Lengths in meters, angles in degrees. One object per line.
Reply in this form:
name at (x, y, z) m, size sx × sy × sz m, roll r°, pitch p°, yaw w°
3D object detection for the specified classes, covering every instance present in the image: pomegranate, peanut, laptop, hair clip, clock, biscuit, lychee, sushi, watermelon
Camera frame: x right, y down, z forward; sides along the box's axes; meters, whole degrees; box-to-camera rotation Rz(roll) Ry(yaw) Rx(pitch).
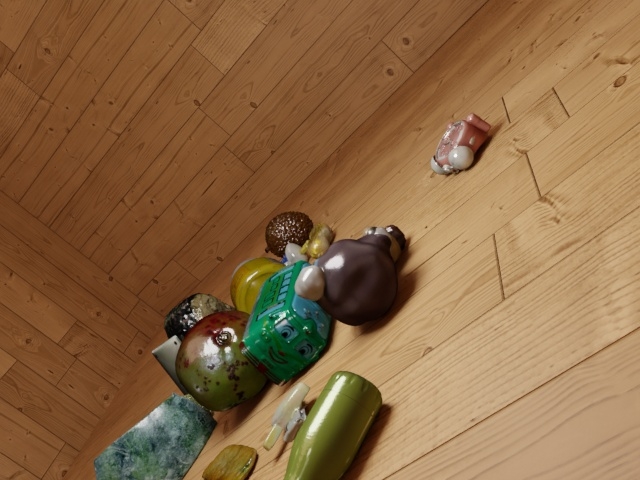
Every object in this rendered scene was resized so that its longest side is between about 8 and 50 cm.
pomegranate at (-0.265, 0.371, 1.801) m, size 0.290 × 0.291 × 0.323 m, roll -76°, pitch -12°, yaw -64°
peanut at (0.000, 0.000, 2.292) m, size 0.087 × 0.087 × 0.206 m, roll -43°, pitch 16°, yaw 23°
laptop at (-0.422, 0.435, 2.023) m, size 0.188 × 0.269 × 0.015 m, roll -35°, pitch 3°, yaw 44°
hair clip at (-0.066, 0.402, 1.410) m, size 0.159 × 0.071 × 0.218 m, roll -51°, pitch 9°, yaw -2°
clock at (0.390, -0.256, 1.767) m, size 0.162 × 0.093 × 0.166 m, roll -61°, pitch 16°, yaw -12°
biscuit at (-0.222, 0.554, 1.548) m, size 0.118 × 0.029 × 0.247 m, roll -48°, pitch 11°, yaw -27°
lychee at (-0.137, -0.022, 2.576) m, size 0.238 × 0.200 × 0.200 m, roll -32°, pitch 18°, yaw 20°
sushi at (-0.359, 0.295, 2.132) m, size 0.171 × 0.350 × 0.210 m, roll -30°, pitch 58°, yaw 20°
watermelon at (-0.505, 0.634, 1.885) m, size 0.387 × 0.228 × 0.258 m, roll -47°, pitch 4°, yaw -19°

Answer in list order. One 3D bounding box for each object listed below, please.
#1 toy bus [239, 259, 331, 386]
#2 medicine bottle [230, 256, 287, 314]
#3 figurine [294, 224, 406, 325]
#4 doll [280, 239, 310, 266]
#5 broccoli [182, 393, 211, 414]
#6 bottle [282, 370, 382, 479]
toy bus at (-0.072, 0.207, 1.725) m, size 0.199 × 0.183 × 0.343 m, roll -38°, pitch 17°, yaw 21°
medicine bottle at (-0.188, 0.168, 2.108) m, size 0.224 × 0.224 × 0.384 m, roll -50°, pitch 14°, yaw -6°
figurine at (0.103, 0.047, 1.553) m, size 0.218 × 0.206 × 0.365 m, roll -25°, pitch 21°, yaw 28°
doll at (-0.142, 0.104, 2.416) m, size 0.293 × 0.119 × 0.138 m, roll -38°, pitch 8°, yaw 18°
broccoli at (-0.410, 0.552, 1.997) m, size 0.120 × 0.130 × 0.131 m, roll 48°, pitch -121°, yaw -68°
bottle at (0.011, 0.367, 1.137) m, size 0.260 × 0.112 × 0.112 m, roll -56°, pitch 15°, yaw -29°
